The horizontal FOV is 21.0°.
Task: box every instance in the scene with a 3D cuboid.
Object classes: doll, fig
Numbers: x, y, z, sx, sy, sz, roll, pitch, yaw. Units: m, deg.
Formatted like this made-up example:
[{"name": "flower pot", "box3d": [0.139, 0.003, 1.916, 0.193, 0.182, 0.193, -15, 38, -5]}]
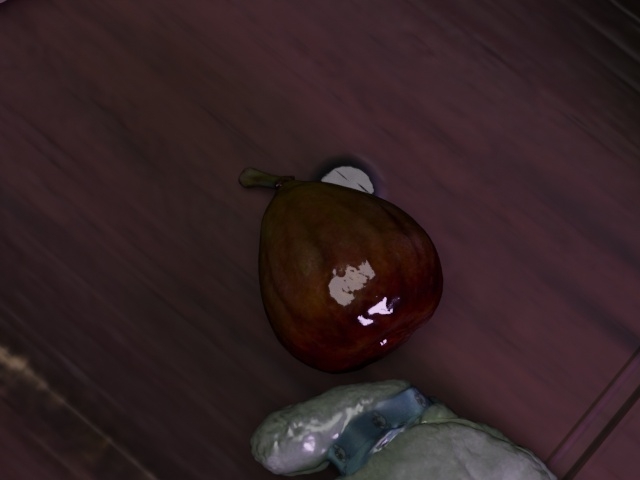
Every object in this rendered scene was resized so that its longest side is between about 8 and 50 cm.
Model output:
[{"name": "doll", "box3d": [0.065, 0.138, 0.800, 0.214, 0.071, 0.103, 35, 88, 6]}, {"name": "fig", "box3d": [0.000, 0.000, 0.826, 0.089, 0.089, 0.125, -35, 67, 0]}]

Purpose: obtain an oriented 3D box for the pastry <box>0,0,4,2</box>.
[{"name": "pastry", "box3d": [-0.179, -0.199, 0.864, 0.166, 0.088, 0.166, -1, 82, 5]}]
